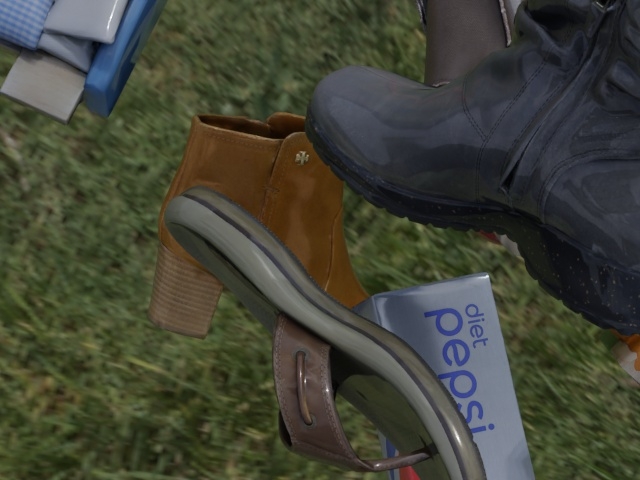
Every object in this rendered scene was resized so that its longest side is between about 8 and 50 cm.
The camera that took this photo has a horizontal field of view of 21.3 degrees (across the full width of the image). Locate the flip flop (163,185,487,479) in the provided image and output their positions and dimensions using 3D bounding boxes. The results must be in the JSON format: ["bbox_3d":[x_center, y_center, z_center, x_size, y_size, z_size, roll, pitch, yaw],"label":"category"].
[{"bbox_3d":[-0.005,0.077,0.976,0.080,0.112,0.277,-41,70,-17],"label":"flip flop"}]

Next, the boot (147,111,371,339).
[{"bbox_3d":[-0.001,-0.001,1.522,0.295,0.104,0.211,11,110,-23],"label":"boot"}]

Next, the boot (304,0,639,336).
[{"bbox_3d":[0.124,-0.108,0.999,0.338,0.118,0.223,28,125,41],"label":"boot"}]

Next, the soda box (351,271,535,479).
[{"bbox_3d":[0.104,0.175,1.296,0.098,0.091,0.286,-10,83,-11],"label":"soda box"}]

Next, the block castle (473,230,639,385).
[{"bbox_3d":[0.367,0.024,1.427,0.303,0.213,0.453,-44,97,7],"label":"block castle"}]

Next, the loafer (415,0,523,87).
[{"bbox_3d":[0.172,-0.182,1.790,0.134,0.130,0.366,-38,65,44],"label":"loafer"}]

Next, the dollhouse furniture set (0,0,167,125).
[{"bbox_3d":[-0.219,-0.153,0.743,0.286,0.198,0.303,26,76,2],"label":"dollhouse furniture set"}]
